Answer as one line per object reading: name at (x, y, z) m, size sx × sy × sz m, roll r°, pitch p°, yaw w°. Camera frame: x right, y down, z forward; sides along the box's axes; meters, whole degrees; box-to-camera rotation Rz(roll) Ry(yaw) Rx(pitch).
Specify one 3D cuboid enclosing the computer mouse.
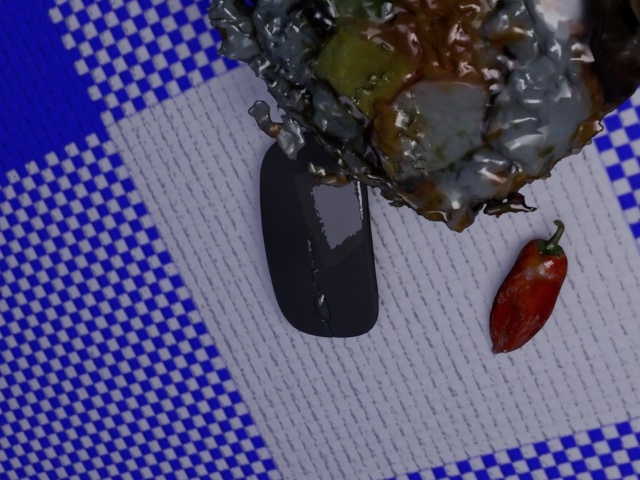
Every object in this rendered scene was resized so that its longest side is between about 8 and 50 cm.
computer mouse at (-0.001, 0.000, 1.238) m, size 0.120 × 0.057 × 0.232 m, roll 2°, pitch 111°, yaw 21°

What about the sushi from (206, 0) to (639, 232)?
sushi at (0.096, -0.210, 1.051) m, size 0.417 × 0.176 × 0.417 m, roll 7°, pitch 114°, yaw 17°

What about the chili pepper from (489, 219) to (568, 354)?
chili pepper at (0.213, 0.050, 1.180) m, size 0.059 × 0.050 × 0.191 m, roll 25°, pitch 130°, yaw 7°
